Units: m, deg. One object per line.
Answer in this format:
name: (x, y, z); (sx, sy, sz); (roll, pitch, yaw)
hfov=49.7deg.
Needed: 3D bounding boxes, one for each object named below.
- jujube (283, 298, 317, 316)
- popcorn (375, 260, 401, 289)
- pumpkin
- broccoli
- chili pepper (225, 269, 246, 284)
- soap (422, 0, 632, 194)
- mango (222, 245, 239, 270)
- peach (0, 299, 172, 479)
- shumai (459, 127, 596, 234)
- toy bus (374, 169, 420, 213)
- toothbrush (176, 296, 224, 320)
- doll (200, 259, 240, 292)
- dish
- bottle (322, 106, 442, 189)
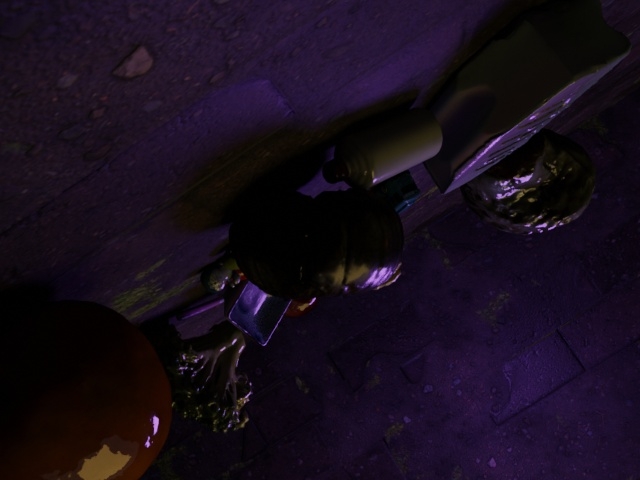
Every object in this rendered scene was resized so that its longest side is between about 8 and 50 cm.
jujube: (-0.086, 0.135, 2.007); (0.168, 0.168, 0.236); (-31, -172, -12)
popcorn: (0.135, 0.034, 1.939); (0.180, 0.235, 0.217); (-17, 144, -18)
pumpkin: (0.002, 0.002, 1.264); (0.320, 0.192, 0.320); (-4, -177, 0)
broccoli: (-0.313, 0.343, 1.747); (0.271, 0.324, 0.334); (-13, 176, -16)
chili pepper: (-0.149, 0.050, 1.628); (0.272, 0.063, 0.071); (-27, 157, -18)
soap: (0.358, -0.268, 1.372); (0.261, 0.156, 0.446); (-28, 171, -27)
mango: (-0.130, 0.018, 1.465); (0.165, 0.074, 0.091); (-32, 173, -1)
peach: (-0.400, 0.248, 1.036); (0.342, 0.343, 0.302); (-33, 148, 0)
shumai: (0.519, -0.217, 1.869); (0.324, 0.397, 0.323); (-52, 138, 2)
toy bus: (0.185, -0.108, 1.814); (0.079, 0.092, 0.160); (-26, 169, -42)
toothbrush: (-0.294, 0.174, 1.898); (0.025, 0.020, 0.286); (-31, 174, 34)
doll: (-0.222, 0.080, 1.522); (0.083, 0.076, 0.050); (-36, -152, -25)
dish: (-0.173, 0.149, 1.782); (0.182, 0.080, 0.243); (-60, 151, -15)
bottle: (0.104, -0.159, 1.243); (0.245, 0.104, 0.104); (-27, 169, -32)
